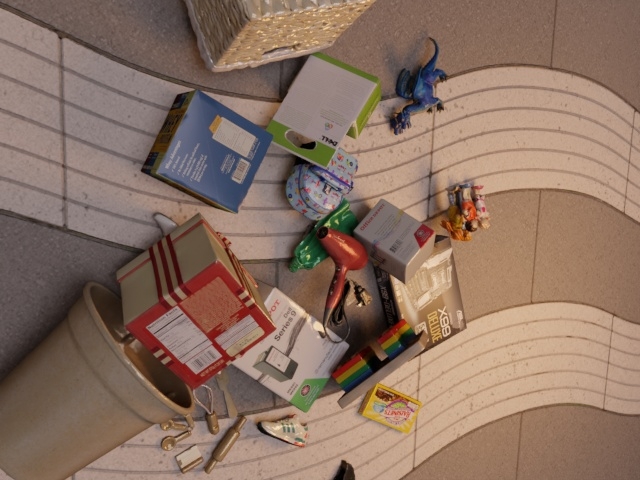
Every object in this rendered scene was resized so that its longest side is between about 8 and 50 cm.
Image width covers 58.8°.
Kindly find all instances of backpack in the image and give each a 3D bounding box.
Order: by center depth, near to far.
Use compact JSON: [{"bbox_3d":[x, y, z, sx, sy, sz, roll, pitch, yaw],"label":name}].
[{"bbox_3d":[0.001,-0.144,1.411,0.158,0.116,0.174,35,63,-31],"label":"backpack"}]

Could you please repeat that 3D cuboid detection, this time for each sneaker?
[{"bbox_3d":[-0.331,0.000,1.294,0.061,0.053,0.152,-44,118,-12],"label":"sneaker"},{"bbox_3d":[-0.098,0.494,1.516,0.161,0.057,0.076,33,64,-29],"label":"sneaker"},{"bbox_3d":[0.055,0.731,1.640,0.089,0.051,0.170,45,70,-28],"label":"sneaker"}]

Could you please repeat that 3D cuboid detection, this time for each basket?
[{"bbox_3d":[-0.106,-0.568,1.183,0.328,0.266,0.332,-20,96,-25],"label":"basket"}]

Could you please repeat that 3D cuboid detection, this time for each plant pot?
[{"bbox_3d":[-0.475,0.305,1.129,0.305,0.334,0.334,-39,115,-7],"label":"plant pot"}]

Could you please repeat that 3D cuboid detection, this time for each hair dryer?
[{"bbox_3d":[0.060,0.090,1.431,0.223,0.080,0.294,-46,123,-52],"label":"hair dryer"}]

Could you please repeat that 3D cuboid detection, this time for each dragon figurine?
[{"bbox_3d":[0.269,-0.430,1.565,0.143,0.085,0.290,4,97,-31],"label":"dragon figurine"}]

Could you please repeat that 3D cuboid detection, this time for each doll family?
[{"bbox_3d":[0.425,-0.078,1.697,0.263,0.118,0.163,-7,90,-61],"label":"doll family"}]

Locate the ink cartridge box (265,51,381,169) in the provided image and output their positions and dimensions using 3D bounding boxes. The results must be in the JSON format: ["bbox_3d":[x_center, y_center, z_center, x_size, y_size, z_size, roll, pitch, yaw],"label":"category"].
[{"bbox_3d":[0.004,-0.299,1.365,0.188,0.097,0.255,28,81,14],"label":"ink cartridge box"}]

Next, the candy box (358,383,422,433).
[{"bbox_3d":[0.213,0.505,1.711,0.205,0.027,0.105,30,85,-30],"label":"candy box"}]

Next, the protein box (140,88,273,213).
[{"bbox_3d":[-0.251,-0.194,1.262,0.201,0.136,0.200,27,84,-31],"label":"protein box"}]

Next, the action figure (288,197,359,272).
[{"bbox_3d":[0.000,0.000,1.484,0.232,0.063,0.137,-45,119,-22],"label":"action figure"}]

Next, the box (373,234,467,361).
[{"bbox_3d":[0.299,0.166,1.679,0.242,0.076,0.308,-21,107,-26],"label":"box"}]

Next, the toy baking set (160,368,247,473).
[{"bbox_3d":[-0.279,0.455,1.408,0.256,0.030,0.197,-50,118,-15],"label":"toy baking set"}]

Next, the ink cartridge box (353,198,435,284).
[{"bbox_3d":[0.195,0.002,1.517,0.128,0.176,0.127,-47,157,-16],"label":"ink cartridge box"}]

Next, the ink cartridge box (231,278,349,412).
[{"bbox_3d":[-0.102,0.265,1.430,0.289,0.121,0.211,41,76,-29],"label":"ink cartridge box"}]

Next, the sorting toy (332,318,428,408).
[{"bbox_3d":[0.153,0.309,1.507,0.257,0.255,0.089,-39,80,9],"label":"sorting toy"}]

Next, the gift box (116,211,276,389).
[{"bbox_3d":[-0.266,0.136,1.216,0.255,0.258,0.276,-32,124,-4],"label":"gift box"}]
